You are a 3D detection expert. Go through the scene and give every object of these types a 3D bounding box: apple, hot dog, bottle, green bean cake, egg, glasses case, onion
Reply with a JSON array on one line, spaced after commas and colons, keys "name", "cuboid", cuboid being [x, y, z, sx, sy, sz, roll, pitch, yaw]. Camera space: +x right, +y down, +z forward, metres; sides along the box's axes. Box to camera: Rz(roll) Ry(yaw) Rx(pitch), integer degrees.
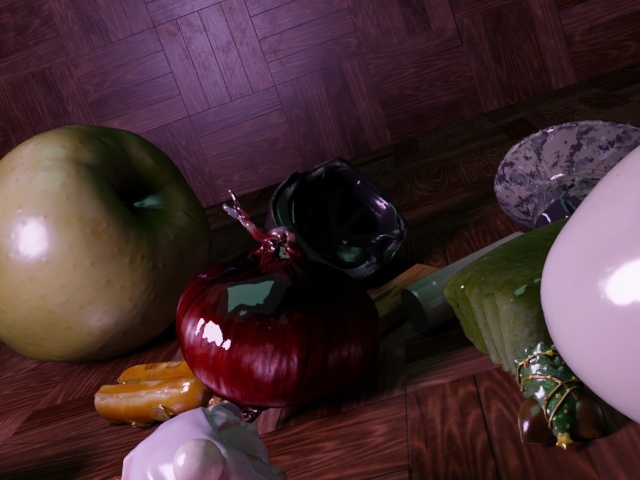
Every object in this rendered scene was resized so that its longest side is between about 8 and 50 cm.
[{"name": "apple", "cuboid": [-0.447, 0.018, 1.516, 0.473, 0.473, 0.473, -19, 13, 5]}, {"name": "hot dog", "cuboid": [-0.224, 0.218, 1.144, 0.269, 0.072, 0.109, -10, 18, 42]}, {"name": "bottle", "cuboid": [0.216, 0.058, 1.142, 0.201, 0.072, 0.072, -24, 14, -18]}, {"name": "green bean cake", "cuboid": [0.283, 0.059, 0.934, 0.248, 0.125, 0.222, -19, 11, -8]}, {"name": "egg", "cuboid": [0.344, 0.029, 0.605, 0.345, 0.283, 0.283, -14, 14, 12]}, {"name": "glasses case", "cuboid": [0.121, 0.091, 1.220, 0.170, 0.041, 0.064, -29, 27, -36]}, {"name": "onion", "cuboid": [-0.051, 0.080, 1.030, 0.273, 0.285, 0.273, 3, 12, -1]}]

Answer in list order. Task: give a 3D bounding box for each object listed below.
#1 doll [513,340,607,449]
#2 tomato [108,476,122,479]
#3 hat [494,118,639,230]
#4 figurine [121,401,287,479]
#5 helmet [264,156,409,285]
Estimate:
[{"name": "doll", "cuboid": [0.225, 0.143, 0.770, 0.078, 0.076, 0.113, -8, 16, 12]}, {"name": "tomato", "cuboid": [-0.222, 0.300, 0.775, 0.166, 0.082, 0.174, -16, 9, 0]}, {"name": "hat", "cuboid": [0.367, -0.035, 1.112, 0.265, 0.265, 0.128, -12, 47, 30]}, {"name": "figurine", "cuboid": [-0.069, 0.240, 0.639, 0.133, 0.200, 0.276, -39, 41, -8]}, {"name": "helmet", "cuboid": [0.000, 0.000, 1.415, 0.305, 0.225, 0.177, -31, -12, -44]}]
